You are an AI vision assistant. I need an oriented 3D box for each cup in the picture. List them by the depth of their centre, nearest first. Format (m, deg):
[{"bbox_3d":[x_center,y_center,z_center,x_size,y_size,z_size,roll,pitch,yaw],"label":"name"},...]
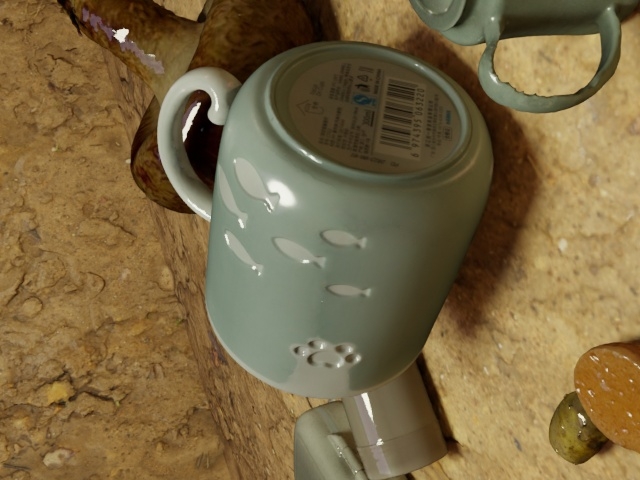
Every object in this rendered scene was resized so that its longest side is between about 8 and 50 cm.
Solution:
[{"bbox_3d":[-0.019,-0.053,0.732,0.356,0.259,0.274,32,140,15],"label":"cup"}]

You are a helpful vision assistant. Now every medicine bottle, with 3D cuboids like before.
[{"bbox_3d":[0.077,0.440,1.124,0.375,0.123,0.282,51,149,43],"label":"medicine bottle"}]

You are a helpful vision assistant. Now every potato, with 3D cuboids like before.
[{"bbox_3d":[0.228,0.163,0.648,0.083,0.040,0.051,100,156,-47],"label":"potato"}]

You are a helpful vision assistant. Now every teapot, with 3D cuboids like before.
[{"bbox_3d":[0.113,-0.192,0.485,0.162,0.149,0.239,120,130,-71],"label":"teapot"}]

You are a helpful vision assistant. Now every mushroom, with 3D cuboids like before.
[{"bbox_3d":[-0.165,-0.231,0.948,0.356,0.331,0.334,46,-152,-30],"label":"mushroom"}]

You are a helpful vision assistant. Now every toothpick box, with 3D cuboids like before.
[{"bbox_3d":[0.083,0.203,0.945,0.181,0.111,0.111,71,159,8],"label":"toothpick box"}]

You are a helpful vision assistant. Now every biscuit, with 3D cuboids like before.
[{"bbox_3d":[0.282,0.155,0.516,0.250,0.036,0.165,41,142,48],"label":"biscuit"}]
